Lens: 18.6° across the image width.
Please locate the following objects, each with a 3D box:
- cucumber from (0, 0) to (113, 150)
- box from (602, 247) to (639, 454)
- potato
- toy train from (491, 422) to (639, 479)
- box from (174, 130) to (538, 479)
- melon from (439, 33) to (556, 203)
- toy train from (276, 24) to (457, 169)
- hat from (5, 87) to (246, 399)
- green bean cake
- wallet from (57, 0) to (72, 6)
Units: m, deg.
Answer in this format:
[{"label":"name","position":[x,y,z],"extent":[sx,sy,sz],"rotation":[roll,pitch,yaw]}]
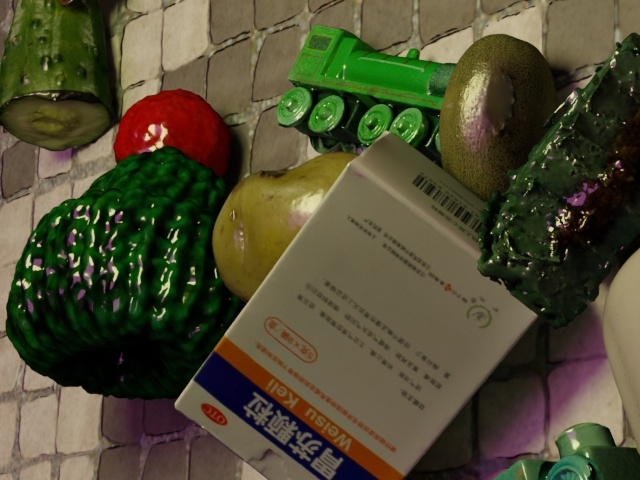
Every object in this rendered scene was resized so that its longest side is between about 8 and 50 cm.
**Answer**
[{"label":"cucumber","position":[-0.308,-0.232,2.281],"extent":[0.134,0.134,0.244],"rotation":[-34,50,40]},{"label":"box","position":[0.345,0.108,1.360],"extent":[0.289,0.141,0.349],"rotation":[-40,50,34]},{"label":"potato","position":[-0.002,0.003,1.803],"extent":[0.200,0.154,0.137],"rotation":[-15,54,38]},{"label":"toy train","position":[0.210,0.297,1.490],"extent":[0.194,0.120,0.298],"rotation":[-44,48,43]},{"label":"box","position":[0.040,0.084,1.678],"extent":[0.200,0.106,0.299],"rotation":[38,116,3]},{"label":"melon","position":[0.152,-0.098,1.691],"extent":[0.099,0.099,0.162],"rotation":[3,83,51]},{"label":"toy train","position":[0.059,-0.131,1.835],"extent":[0.251,0.085,0.119],"rotation":[15,75,48]},{"label":"hat","position":[-0.176,-0.017,1.974],"extent":[0.274,0.242,0.332],"rotation":[-11,57,35]},{"label":"green bean cake","position":[0.217,-0.054,1.522],"extent":[0.208,0.107,0.193],"rotation":[-52,-1,21]},{"label":"wallet","position":[-0.246,-0.358,2.241],"extent":[0.198,0.031,0.110],"rotation":[-40,47,1]}]
